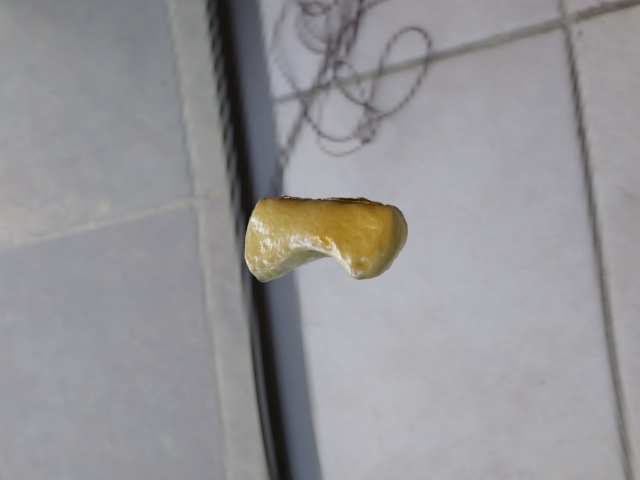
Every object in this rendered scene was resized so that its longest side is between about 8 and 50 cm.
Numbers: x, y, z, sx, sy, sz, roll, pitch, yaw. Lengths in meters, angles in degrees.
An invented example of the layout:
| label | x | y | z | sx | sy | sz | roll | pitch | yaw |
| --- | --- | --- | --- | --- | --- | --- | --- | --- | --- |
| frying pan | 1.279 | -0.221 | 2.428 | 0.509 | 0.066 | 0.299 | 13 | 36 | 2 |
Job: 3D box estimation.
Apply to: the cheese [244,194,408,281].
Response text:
| label | x | y | z | sx | sy | sz | roll | pitch | yaw |
| --- | --- | --- | --- | --- | --- | --- | --- | --- | --- |
| cheese | 0.000 | 0.000 | 0.751 | 0.083 | 0.030 | 0.044 | 5 | 68 | 36 |
